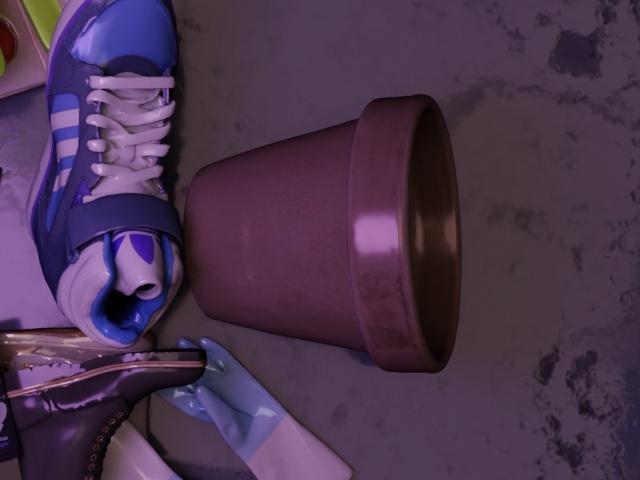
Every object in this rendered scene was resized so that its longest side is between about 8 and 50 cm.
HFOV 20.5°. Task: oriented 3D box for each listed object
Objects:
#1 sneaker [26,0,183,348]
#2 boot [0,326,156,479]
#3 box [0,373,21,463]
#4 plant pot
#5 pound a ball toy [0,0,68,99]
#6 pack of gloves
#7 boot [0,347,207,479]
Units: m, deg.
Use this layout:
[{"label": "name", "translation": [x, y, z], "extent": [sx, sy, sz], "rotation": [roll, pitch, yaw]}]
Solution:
[{"label": "sneaker", "translation": [-0.169, -0.060, 1.600], "extent": [0.130, 0.236, 0.323], "rotation": [1, 122, -31]}, {"label": "boot", "translation": [-0.266, 0.167, 1.711], "extent": [0.213, 0.077, 0.165], "rotation": [0, 89, -6]}, {"label": "box", "translation": [-0.427, 0.166, 1.612], "extent": [0.247, 0.163, 0.142], "rotation": [-15, 88, 29]}, {"label": "plant pot", "translation": [0.000, 0.000, 1.666], "extent": [0.229, 0.263, 0.263], "rotation": [-4, 87, 14]}, {"label": "pound a ball toy", "translation": [-0.301, -0.265, 1.721], "extent": [0.208, 0.136, 0.319], "rotation": [-23, 88, -29]}, {"label": "pack of gloves", "translation": [-0.104, 0.220, 1.694], "extent": [0.232, 0.046, 0.195], "rotation": [44, 76, -13]}, {"label": "boot", "translation": [-0.193, 0.174, 1.636], "extent": [0.198, 0.077, 0.137], "rotation": [-10, 85, 12]}]
